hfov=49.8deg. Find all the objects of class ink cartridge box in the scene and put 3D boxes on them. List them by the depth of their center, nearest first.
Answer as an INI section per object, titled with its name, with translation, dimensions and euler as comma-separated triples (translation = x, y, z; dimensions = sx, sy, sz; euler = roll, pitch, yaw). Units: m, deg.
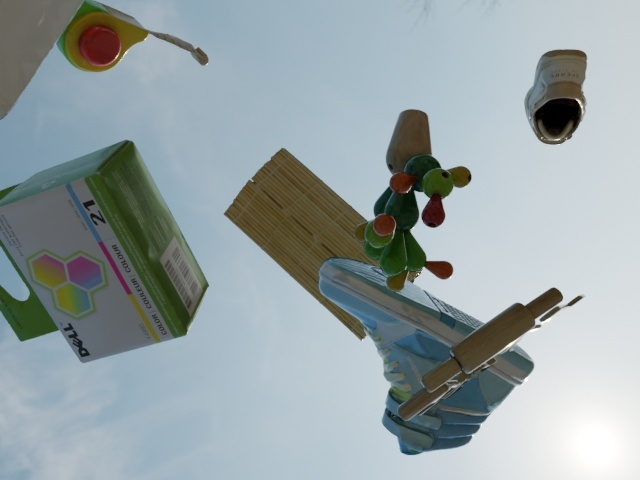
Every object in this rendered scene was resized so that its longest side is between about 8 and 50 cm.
[ink cartridge box]
translation = -0.275, 0.032, 0.718
dimensions = 0.097, 0.255, 0.189
euler = -78, -32, -62

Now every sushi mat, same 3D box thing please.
[sushi mat]
translation = 0.000, 0.000, 1.113
dimensions = 0.316, 0.151, 0.019
euler = 42, 178, 13

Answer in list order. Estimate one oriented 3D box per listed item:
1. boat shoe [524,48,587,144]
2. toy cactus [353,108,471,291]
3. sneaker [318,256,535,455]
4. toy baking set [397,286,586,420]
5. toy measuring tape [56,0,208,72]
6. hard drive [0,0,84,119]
[boat shoe]
translation = 0.247, -0.135, 0.730
dimensions = 0.170, 0.063, 0.059
euler = 48, -133, -66
[toy cactus]
translation = 0.097, -0.049, 0.712
dimensions = 0.112, 0.219, 0.181
euler = 8, -109, 1
[sneaker]
translation = 0.105, 0.170, 0.922
dimensions = 0.319, 0.208, 0.127
euler = 29, -169, -5
[toy baking set]
translation = 0.185, 0.110, 0.736
dimensions = 0.256, 0.197, 0.030
euler = -34, -109, -4
[toy measuring tape]
translation = -0.354, -0.341, 1.229
dimensions = 0.330, 0.121, 0.121
euler = 11, -116, -49
[hard drive]
translation = -0.323, -0.277, 0.556
dimensions = 0.307, 0.040, 0.203
euler = 60, -143, -48
